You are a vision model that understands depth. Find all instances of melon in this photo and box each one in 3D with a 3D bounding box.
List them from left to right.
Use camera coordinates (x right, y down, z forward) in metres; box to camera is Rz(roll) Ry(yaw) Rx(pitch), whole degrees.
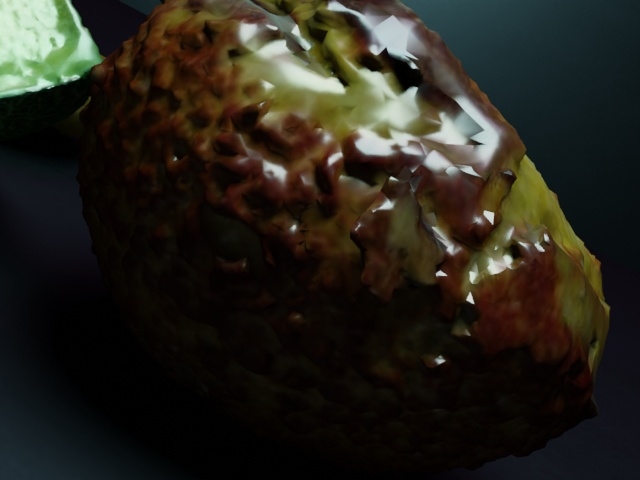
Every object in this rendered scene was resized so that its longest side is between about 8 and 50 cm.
[{"bbox_3d":[-0.273,-0.120,0.719,0.196,0.124,0.323,6,-2,-26],"label":"melon"}]

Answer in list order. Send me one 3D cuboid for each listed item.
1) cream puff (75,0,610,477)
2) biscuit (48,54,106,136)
[{"bbox_3d":[-0.003,-0.003,0.616,0.350,0.229,0.350,49,-1,1],"label":"cream puff"},{"bbox_3d":[-0.277,-0.163,0.953,0.274,0.091,0.213,25,-8,44],"label":"biscuit"}]
